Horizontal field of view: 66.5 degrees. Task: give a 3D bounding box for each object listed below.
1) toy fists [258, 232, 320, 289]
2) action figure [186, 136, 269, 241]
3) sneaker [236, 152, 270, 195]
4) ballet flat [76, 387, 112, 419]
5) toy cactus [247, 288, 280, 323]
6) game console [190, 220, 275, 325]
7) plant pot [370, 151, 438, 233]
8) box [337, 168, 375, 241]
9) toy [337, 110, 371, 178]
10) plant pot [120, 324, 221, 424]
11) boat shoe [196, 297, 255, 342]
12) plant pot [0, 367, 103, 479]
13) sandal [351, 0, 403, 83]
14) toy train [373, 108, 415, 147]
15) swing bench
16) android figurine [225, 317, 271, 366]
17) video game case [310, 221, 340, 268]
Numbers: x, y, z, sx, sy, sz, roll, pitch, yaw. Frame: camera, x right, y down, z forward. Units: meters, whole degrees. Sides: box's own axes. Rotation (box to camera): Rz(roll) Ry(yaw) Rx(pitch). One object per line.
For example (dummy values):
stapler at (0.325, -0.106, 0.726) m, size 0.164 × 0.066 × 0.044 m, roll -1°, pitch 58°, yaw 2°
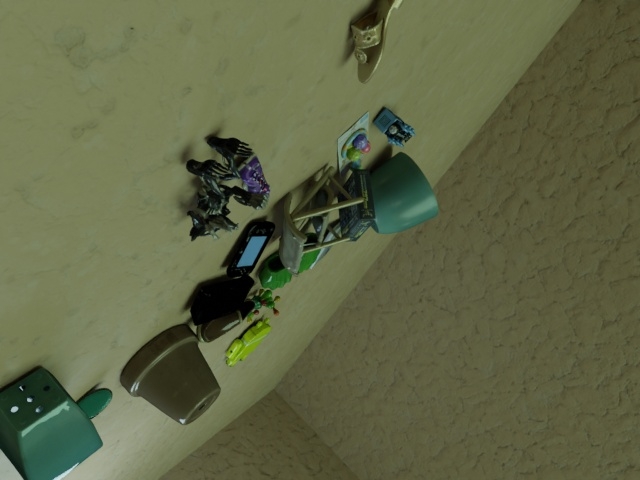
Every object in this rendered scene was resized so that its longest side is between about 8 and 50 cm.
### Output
toy fists at (-0.109, 0.079, 1.779) m, size 0.279 × 0.096 × 0.142 m, roll -35°, pitch 153°, yaw -34°
action figure at (-0.203, -0.078, 1.027) m, size 0.164 × 0.141 × 0.275 m, roll -52°, pitch 168°, yaw -31°
sneaker at (-0.148, -0.144, 1.142) m, size 0.068 × 0.071 × 0.170 m, roll -45°, pitch 164°, yaw -9°
ballet flat at (-0.656, 0.473, 1.336) m, size 0.188 × 0.070 × 0.070 m, roll -40°, pitch 163°, yaw -22°
toy cactus at (-0.253, 0.254, 1.806) m, size 0.181 × 0.112 × 0.219 m, roll -14°, pitch 168°, yaw -36°
game console at (-0.251, 0.093, 1.450) m, size 0.213 × 0.044 × 0.361 m, roll -13°, pitch 137°, yaw -59°
plant pot at (0.280, -0.162, 1.909) m, size 0.235 × 0.293 × 0.293 m, roll -30°, pitch 163°, yaw -4°
box at (0.120, -0.115, 1.683) m, size 0.059 × 0.183 × 0.232 m, roll 0°, pitch 161°, yaw -13°
toy at (0.120, -0.287, 1.554) m, size 0.137 × 0.056 × 0.237 m, roll -45°, pitch 165°, yaw -13°
plant pot at (-0.432, 0.427, 1.493) m, size 0.263 × 0.229 × 0.263 m, roll -44°, pitch 164°, yaw -16°
boat shoe at (-0.302, 0.250, 1.604) m, size 0.095 × 0.095 × 0.257 m, roll -8°, pitch -162°, yaw 26°
plant pot at (-0.612, 0.403, 1.075) m, size 0.166 × 0.165 × 0.234 m, roll -35°, pitch 152°, yaw -40°
sandal at (0.104, -0.469, 1.061) m, size 0.079 × 0.088 × 0.240 m, roll 4°, pitch 126°, yaw -31°
toy train at (0.246, -0.369, 1.601) m, size 0.080 × 0.105 × 0.184 m, roll -44°, pitch 167°, yaw 21°
swing bench at (-0.027, -0.055, 1.542) m, size 0.255 × 0.165 × 0.253 m, roll -34°, pitch 161°, yaw -25°
android figurine at (-0.321, 0.455, 2.206) m, size 0.273 × 0.056 × 0.248 m, roll -53°, pitch 164°, yaw 22°
video game case at (0.037, 0.005, 2.070) m, size 0.212 × 0.023 × 0.193 m, roll -59°, pitch 171°, yaw 34°
